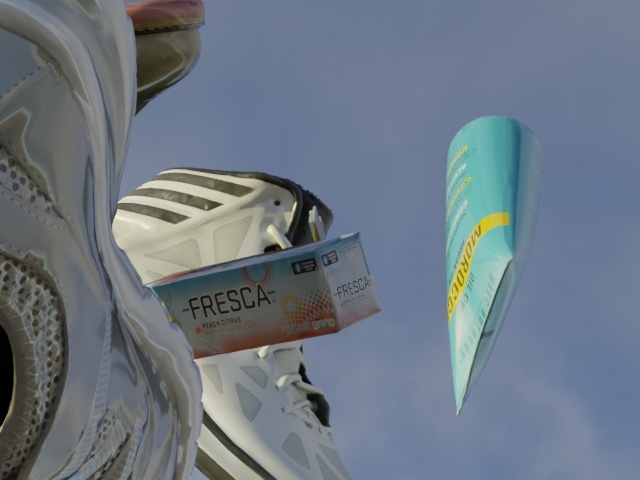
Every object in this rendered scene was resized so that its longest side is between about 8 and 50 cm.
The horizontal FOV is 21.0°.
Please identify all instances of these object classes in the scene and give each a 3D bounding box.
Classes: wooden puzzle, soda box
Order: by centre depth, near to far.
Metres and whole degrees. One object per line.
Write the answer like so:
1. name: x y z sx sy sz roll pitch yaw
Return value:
1. soda box: -0.050 0.044 1.249 0.183 0.058 0.063 -12 -84 36
2. wooden puzzle: 0.000 0.000 1.489 0.006 0.083 0.049 -16 -75 5

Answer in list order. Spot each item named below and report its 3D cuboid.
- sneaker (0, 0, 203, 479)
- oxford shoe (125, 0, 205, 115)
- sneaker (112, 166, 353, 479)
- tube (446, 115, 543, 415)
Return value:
1. sneaker: -0.105 0.039 0.488 0.105 0.115 0.281 12 -37 13
2. oxford shoe: -0.167 -0.052 1.110 0.123 0.130 0.348 -11 -10 -36
3. sneaker: -0.047 0.087 1.569 0.447 0.257 0.169 41 -7 25
4. tube: 0.084 0.000 0.853 0.052 0.207 0.080 11 -64 2
